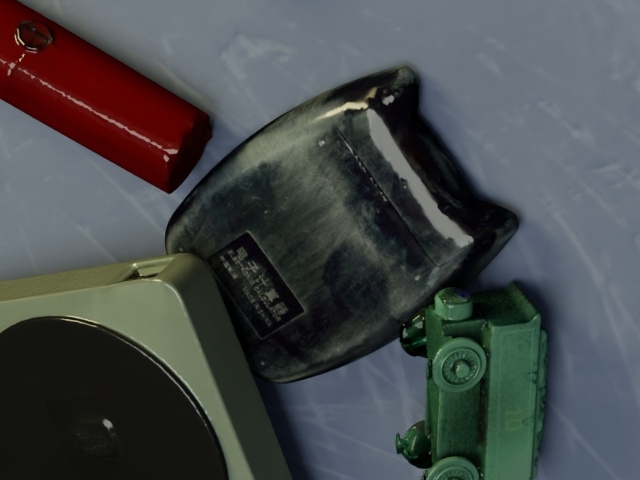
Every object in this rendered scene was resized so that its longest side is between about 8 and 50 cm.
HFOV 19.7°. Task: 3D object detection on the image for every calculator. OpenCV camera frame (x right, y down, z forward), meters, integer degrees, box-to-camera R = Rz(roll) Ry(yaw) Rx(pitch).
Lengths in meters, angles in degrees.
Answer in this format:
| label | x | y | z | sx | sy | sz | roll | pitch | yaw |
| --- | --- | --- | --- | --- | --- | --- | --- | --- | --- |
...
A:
| label | x | y | z | sx | sy | sz | roll | pitch | yaw |
| --- | --- | --- | --- | --- | --- | --- | --- | --- | --- |
| calculator | 0.000 | 0.000 | 1.294 | 0.268 | 0.040 | 0.177 | -35 | 93 | 37 |

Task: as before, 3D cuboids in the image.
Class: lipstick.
| label | x | y | z | sx | sy | sz | roll | pitch | yaw |
| --- | --- | --- | --- | --- | --- | --- | --- | --- | --- |
| lipstick | -0.209 | -0.128 | 1.312 | 0.279 | 0.073 | 0.073 | 30 | 121 | 10 |

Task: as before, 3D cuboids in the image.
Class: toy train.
| label | x | y | z | sx | sy | sz | roll | pitch | yaw |
| --- | --- | --- | --- | --- | --- | --- | --- | --- | --- |
| toy train | 0.107 | 0.110 | 1.260 | 0.099 | 0.070 | 0.172 | -6 | 116 | -14 |

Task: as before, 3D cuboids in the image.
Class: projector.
| label | x | y | z | sx | sy | sz | roll | pitch | yaw |
| --- | --- | --- | --- | --- | --- | --- | --- | --- | --- |
| projector | -0.153 | 0.143 | 1.396 | 0.257 | 0.079 | 0.259 | -8 | 110 | 33 |
